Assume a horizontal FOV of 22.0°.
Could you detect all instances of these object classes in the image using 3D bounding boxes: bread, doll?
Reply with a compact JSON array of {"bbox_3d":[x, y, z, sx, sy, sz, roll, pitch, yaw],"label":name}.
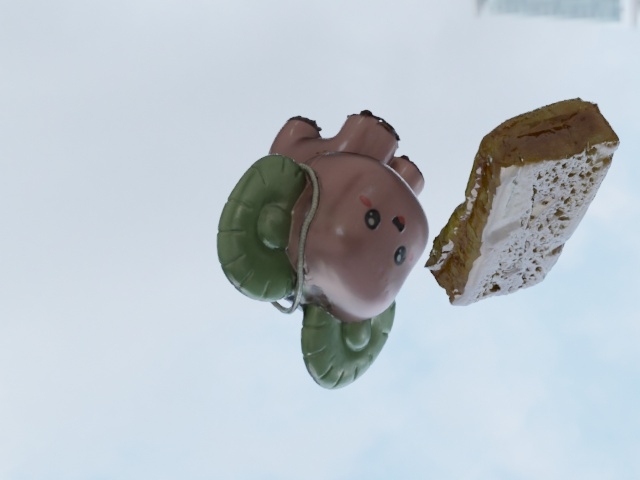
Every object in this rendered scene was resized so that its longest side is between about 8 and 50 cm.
[{"bbox_3d":[0.180,-0.032,1.548,0.139,0.271,0.077,-15,-116,-16],"label":"bread"},{"bbox_3d":[0.000,0.000,1.805,0.216,0.284,0.268,-2,-134,44],"label":"doll"}]
